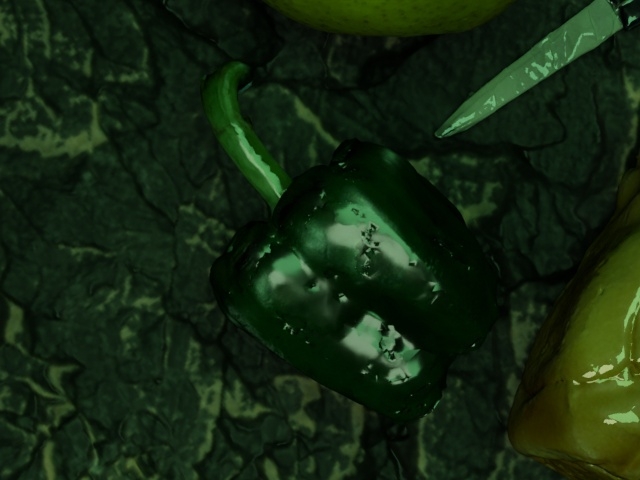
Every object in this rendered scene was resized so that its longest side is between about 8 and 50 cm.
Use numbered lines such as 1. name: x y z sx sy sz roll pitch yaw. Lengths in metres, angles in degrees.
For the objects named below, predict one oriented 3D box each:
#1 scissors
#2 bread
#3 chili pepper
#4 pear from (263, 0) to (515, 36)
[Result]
1. scissors: 0.202 -0.158 1.292 0.300 0.022 0.109 -36 82 -9
2. bread: 0.242 0.031 1.189 0.132 0.167 0.294 28 79 -1
3. chili pepper: 0.000 0.000 1.175 0.261 0.174 0.165 40 104 0
4. pear: 0.040 -0.271 1.172 0.294 0.294 0.294 1 80 -6
